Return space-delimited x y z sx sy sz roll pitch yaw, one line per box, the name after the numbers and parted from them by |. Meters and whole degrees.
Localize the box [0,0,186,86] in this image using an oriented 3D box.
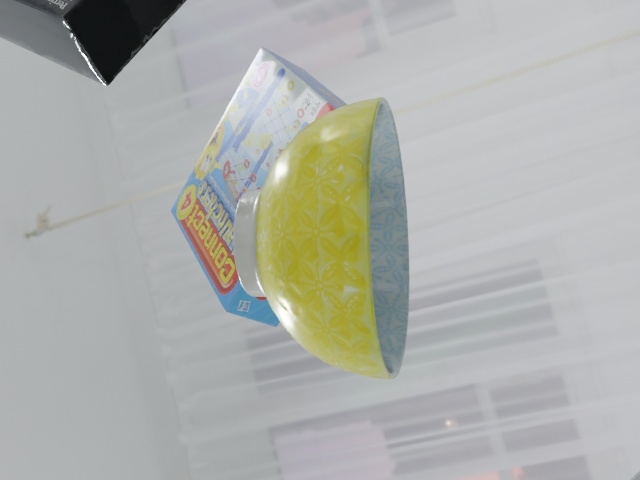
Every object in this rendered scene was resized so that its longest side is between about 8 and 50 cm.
-0.277 -0.297 0.831 0.184 0.261 0.103 -55 -28 -17 | box

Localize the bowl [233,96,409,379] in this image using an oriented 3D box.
0.000 0.000 0.815 0.289 0.156 0.289 -2 -90 -77 | bowl

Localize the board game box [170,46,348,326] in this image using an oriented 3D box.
-0.075 -0.088 1.116 0.086 0.301 0.308 22 -163 -35 | board game box

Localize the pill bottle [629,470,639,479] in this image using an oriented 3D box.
0.257 0.231 0.467 0.204 0.204 0.361 -88 23 -51 | pill bottle
